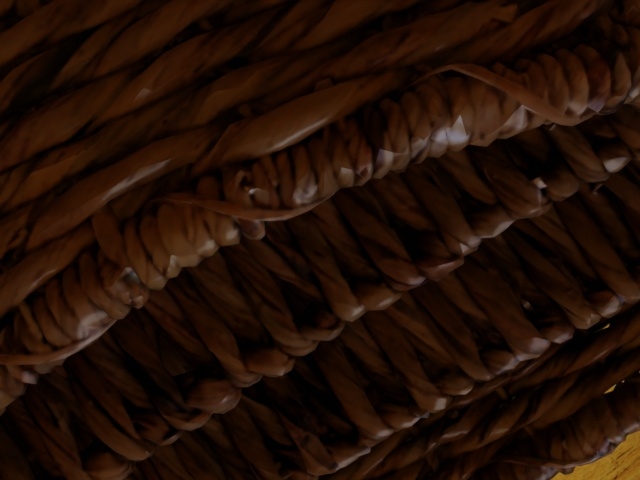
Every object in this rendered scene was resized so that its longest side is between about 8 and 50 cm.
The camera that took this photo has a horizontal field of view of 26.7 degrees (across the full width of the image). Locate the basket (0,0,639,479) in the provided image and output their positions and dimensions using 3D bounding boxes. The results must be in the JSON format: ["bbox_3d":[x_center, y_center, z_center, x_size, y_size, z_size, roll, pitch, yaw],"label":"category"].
[{"bbox_3d":[-0.013,0.020,0.430,0.299,0.223,0.213,-31,176,10],"label":"basket"}]
